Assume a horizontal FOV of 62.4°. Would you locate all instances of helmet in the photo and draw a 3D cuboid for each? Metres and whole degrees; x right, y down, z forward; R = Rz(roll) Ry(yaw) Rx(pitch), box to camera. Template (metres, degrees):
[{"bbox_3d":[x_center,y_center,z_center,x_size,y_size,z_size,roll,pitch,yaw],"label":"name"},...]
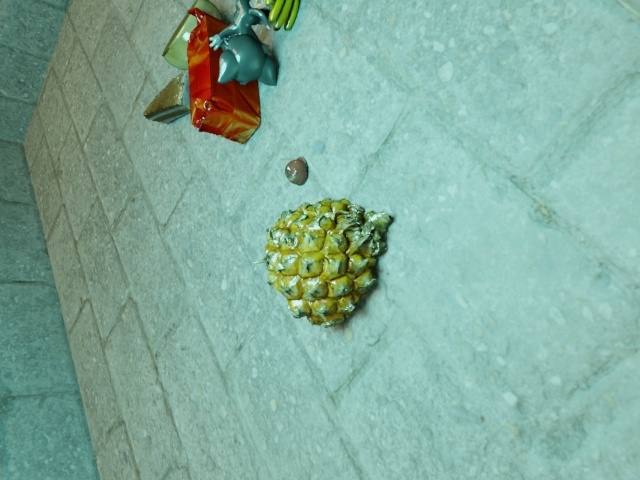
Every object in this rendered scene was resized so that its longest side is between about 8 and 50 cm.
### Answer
[{"bbox_3d":[-0.072,-0.192,1.434,0.065,0.049,0.083,-31,63,41],"label":"helmet"}]

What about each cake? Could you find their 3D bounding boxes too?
[{"bbox_3d":[-0.531,-0.486,1.912,0.295,0.116,0.112,-20,70,43],"label":"cake"}]

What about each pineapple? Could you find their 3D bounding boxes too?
[{"bbox_3d":[0.002,-0.002,1.212,0.286,0.209,0.344,-40,56,36],"label":"pineapple"}]

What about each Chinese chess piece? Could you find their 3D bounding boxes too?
[{"bbox_3d":[-0.436,-0.700,1.797,0.251,0.097,0.250,-41,31,32],"label":"Chinese chess piece"}]

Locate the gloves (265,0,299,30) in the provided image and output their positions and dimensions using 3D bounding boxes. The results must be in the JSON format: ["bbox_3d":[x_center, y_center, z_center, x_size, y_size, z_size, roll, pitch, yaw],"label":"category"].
[{"bbox_3d":[-0.105,-0.741,1.489,0.116,0.133,0.294,11,91,36],"label":"gloves"}]

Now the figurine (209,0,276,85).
[{"bbox_3d":[-0.200,-0.576,1.514,0.140,0.193,0.265,40,118,41],"label":"figurine"}]

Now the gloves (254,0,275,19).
[{"bbox_3d":[-0.166,-0.784,1.590,0.097,0.119,0.228,-8,88,7],"label":"gloves"}]

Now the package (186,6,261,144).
[{"bbox_3d":[-0.301,-0.511,1.616,0.123,0.196,0.423,-20,69,39],"label":"package"}]
